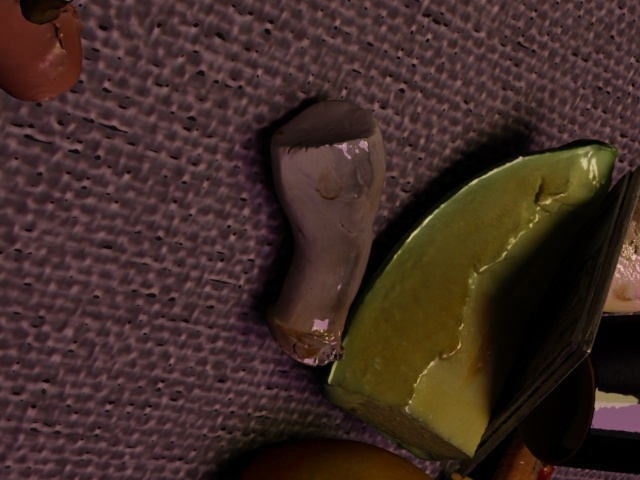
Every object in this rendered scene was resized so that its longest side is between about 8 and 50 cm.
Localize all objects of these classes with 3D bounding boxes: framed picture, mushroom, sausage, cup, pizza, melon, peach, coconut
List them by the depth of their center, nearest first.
[{"bbox_3d":[-0.215,-0.179,0.685,0.078,0.078,0.304,-47,141,-8],"label":"sausage"},{"bbox_3d":[0.002,-0.001,1.023,0.092,0.081,0.223,-38,143,-46],"label":"mushroom"},{"bbox_3d":[0.018,0.282,1.133,0.231,0.231,0.231,-25,132,-31],"label":"peach"},{"bbox_3d":[0.142,0.039,1.155,0.323,0.124,0.196,-57,140,-6],"label":"melon"},{"bbox_3d":[0.203,0.076,1.164,0.217,0.017,0.274,-63,-179,-37],"label":"framed picture"},{"bbox_3d":[0.289,0.017,1.287,0.116,0.116,0.122,-20,126,-34],"label":"coconut"},{"bbox_3d":[0.284,0.165,1.294,0.177,0.166,0.239,3,157,-24],"label":"cup"},{"bbox_3d":[0.223,0.301,1.439,0.188,0.062,0.199,-58,156,-27],"label":"pizza"}]

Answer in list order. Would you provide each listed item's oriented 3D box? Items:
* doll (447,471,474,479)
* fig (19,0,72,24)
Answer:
[{"bbox_3d":[0.109,0.340,1.370,0.188,0.096,0.145,-58,164,-37],"label":"doll"},{"bbox_3d":[-0.099,-0.228,0.660,0.195,0.195,0.244,15,90,-49],"label":"fig"}]
